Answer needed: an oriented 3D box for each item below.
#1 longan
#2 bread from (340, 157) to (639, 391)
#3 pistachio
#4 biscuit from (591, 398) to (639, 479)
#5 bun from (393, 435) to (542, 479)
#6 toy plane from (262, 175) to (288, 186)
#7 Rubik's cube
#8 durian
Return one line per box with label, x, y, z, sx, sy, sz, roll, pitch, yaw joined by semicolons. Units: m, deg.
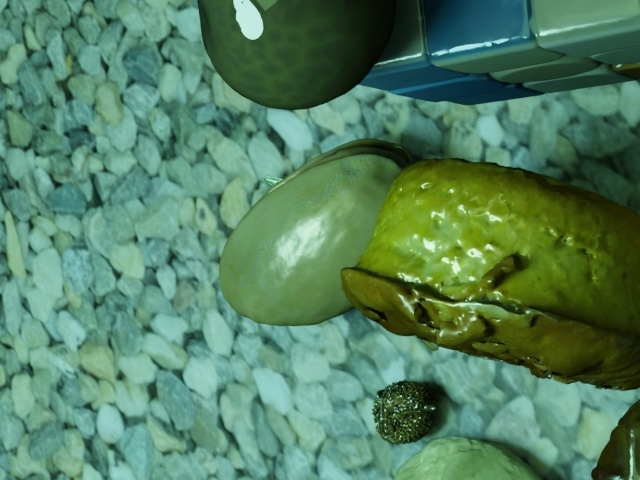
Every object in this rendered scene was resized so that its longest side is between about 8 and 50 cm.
longan;-0.026;-0.231;1.350;0.198;0.198;0.212;-12;103;29
bread;0.204;0.036;1.501;0.336;0.358;0.204;8;83;32
pistachio;0.000;0.000;1.722;0.181;0.162;0.293;42;115;-15
biscuit;0.407;0.277;1.449;0.268;0.115;0.366;43;115;36
bun;0.162;0.332;1.641;0.220;0.134;0.221;-3;85;33
toy plane;-0.030;-0.048;1.815;0.111;0.040;0.102;-36;91;26
Rubik's cube;0.220;-0.342;1.509;0.346;0.344;0.347;-8;87;30
durian;0.102;0.207;1.711;0.091;0.080;0.080;-7;85;41
